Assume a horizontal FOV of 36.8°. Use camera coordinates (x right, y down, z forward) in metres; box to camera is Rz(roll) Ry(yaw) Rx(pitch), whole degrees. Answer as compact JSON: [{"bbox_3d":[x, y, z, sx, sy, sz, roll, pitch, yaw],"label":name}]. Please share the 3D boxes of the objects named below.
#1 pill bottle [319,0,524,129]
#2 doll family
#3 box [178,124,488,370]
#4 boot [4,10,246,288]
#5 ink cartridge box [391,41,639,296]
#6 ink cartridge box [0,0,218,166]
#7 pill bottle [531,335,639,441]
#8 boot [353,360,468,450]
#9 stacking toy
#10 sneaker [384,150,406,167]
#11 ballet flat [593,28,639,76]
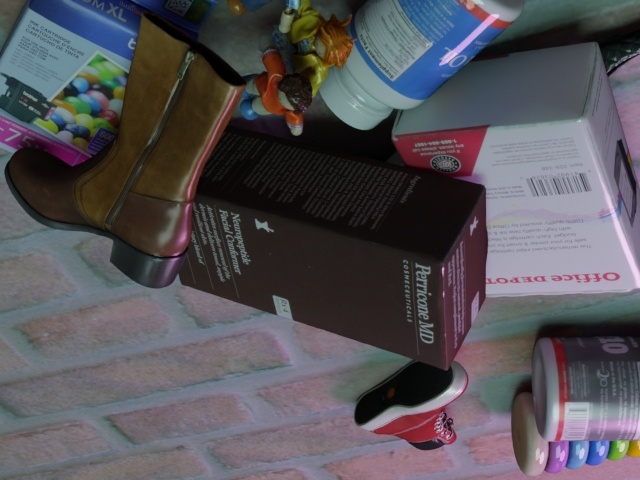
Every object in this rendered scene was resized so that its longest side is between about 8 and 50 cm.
[{"bbox_3d":[0.099,-0.219,1.035,0.124,0.124,0.221,28,133,-26],"label":"pill bottle"},{"bbox_3d":[-0.042,-0.243,0.980,0.118,0.163,0.262,-32,108,-20],"label":"doll family"},{"bbox_3d":[0.000,0.000,1.161,0.382,0.143,0.191,14,139,23],"label":"box"},{"bbox_3d":[-0.230,-0.120,1.072,0.264,0.096,0.280,37,124,23],"label":"boot"},{"bbox_3d":[0.250,-0.072,1.154,0.226,0.131,0.306,-3,142,29],"label":"ink cartridge box"},{"bbox_3d":[-0.272,-0.198,1.123,0.186,0.065,0.311,25,132,-23],"label":"ink cartridge box"},{"bbox_3d":[0.480,0.227,1.485,0.283,0.161,0.161,-1,138,3],"label":"pill bottle"},{"bbox_3d":[0.198,0.281,1.617,0.176,0.088,0.244,27,140,-25],"label":"boot"},{"bbox_3d":[0.496,0.320,1.616,0.331,0.141,0.141,-1,138,-2],"label":"stacking toy"},{"bbox_3d":[0.046,-0.045,1.259,0.115,0.090,0.232,22,133,-16],"label":"sneaker"},{"bbox_3d":[0.376,-0.217,1.069,0.173,0.057,0.049,-15,91,27],"label":"ballet flat"}]
